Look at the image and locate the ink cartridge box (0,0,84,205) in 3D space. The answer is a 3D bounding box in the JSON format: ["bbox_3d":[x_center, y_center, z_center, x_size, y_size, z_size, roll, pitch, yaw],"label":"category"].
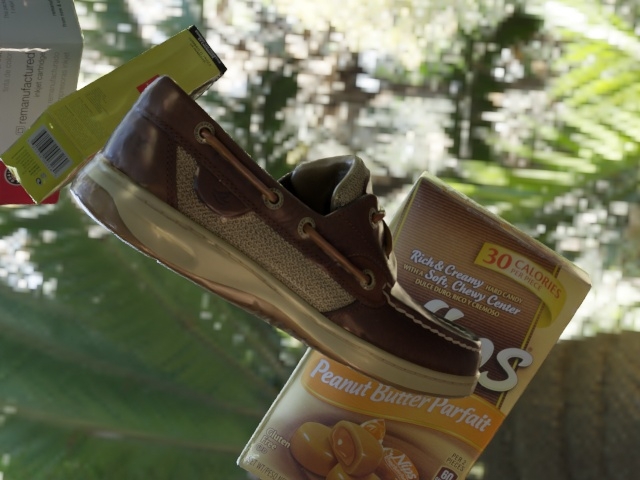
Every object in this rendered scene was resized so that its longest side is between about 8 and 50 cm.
[{"bbox_3d":[-0.401,-0.148,1.550,0.226,0.306,0.131,108,150,-43],"label":"ink cartridge box"}]

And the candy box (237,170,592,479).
[{"bbox_3d":[0.085,0.117,1.450,0.316,0.183,0.087,-58,-2,10],"label":"candy box"}]

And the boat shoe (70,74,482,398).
[{"bbox_3d":[0.000,0.000,1.067,0.123,0.342,0.123,-58,30,2],"label":"boat shoe"}]

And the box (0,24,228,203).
[{"bbox_3d":[-0.183,-0.118,1.441,0.058,0.087,0.232,52,-142,-1],"label":"box"}]
